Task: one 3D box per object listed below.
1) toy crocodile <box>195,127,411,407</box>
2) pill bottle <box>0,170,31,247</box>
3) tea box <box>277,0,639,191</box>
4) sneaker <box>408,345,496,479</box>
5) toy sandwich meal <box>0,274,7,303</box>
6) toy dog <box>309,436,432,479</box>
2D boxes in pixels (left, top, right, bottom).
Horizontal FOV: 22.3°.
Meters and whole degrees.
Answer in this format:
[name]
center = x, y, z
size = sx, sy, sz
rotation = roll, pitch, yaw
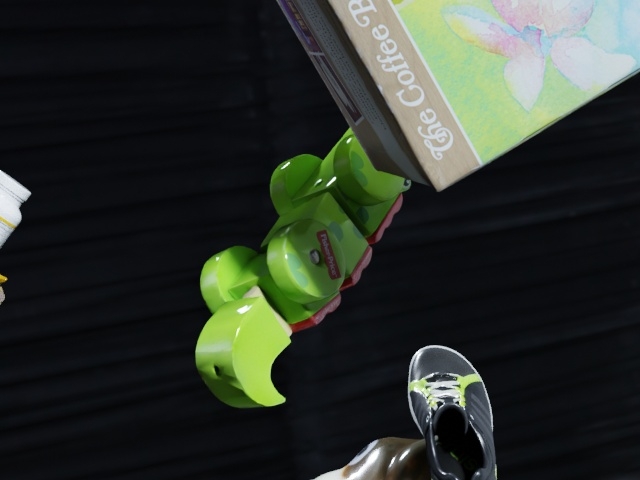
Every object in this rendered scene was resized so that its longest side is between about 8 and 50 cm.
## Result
[toy crocodile]
center = 0.000, 0.000, 1.372
size = 0.115, 0.340, 0.105
rotation = -22, 115, 43
[pill bottle]
center = -0.257, -0.012, 1.234
size = 0.083, 0.043, 0.043
rotation = -53, 38, -3
[tea box]
center = 0.114, -0.259, 1.189
size = 0.329, 0.323, 0.220
rotation = 59, 175, -11
[sneaker]
center = 0.142, 0.185, 1.665
size = 0.097, 0.084, 0.234
rotation = 84, 176, -46
[toy sandwich meal]
center = -0.410, 0.045, 1.932
size = 0.029, 0.086, 0.085
rotation = -49, 54, 28
[toy dog]
center = 0.094, 0.412, 1.746
size = 0.284, 0.395, 0.407
rotation = 63, -161, -67
